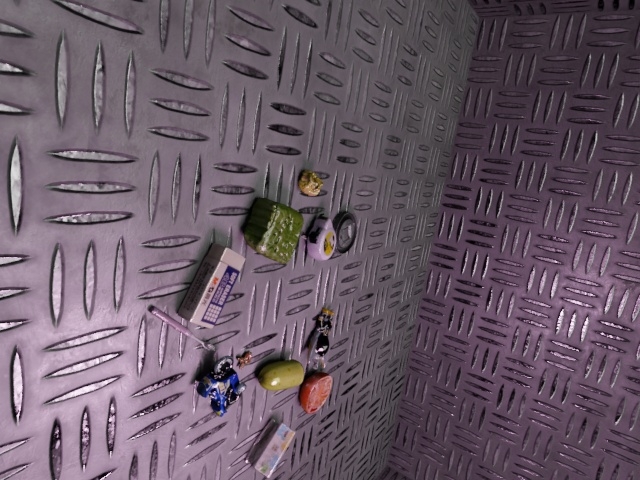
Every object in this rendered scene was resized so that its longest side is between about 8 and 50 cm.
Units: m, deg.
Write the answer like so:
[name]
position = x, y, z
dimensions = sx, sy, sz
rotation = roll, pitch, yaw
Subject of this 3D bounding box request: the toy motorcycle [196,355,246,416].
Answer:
[toy motorcycle]
position = -0.390, 0.578, 1.604
dimensions = 0.169, 0.113, 0.315
rotation = -34, 139, -32

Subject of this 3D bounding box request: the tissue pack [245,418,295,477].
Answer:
[tissue pack]
position = -0.249, 1.001, 1.996
dimensions = 0.229, 0.145, 0.159
rotation = -53, 175, -29

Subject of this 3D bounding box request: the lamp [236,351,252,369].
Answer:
[lamp]
position = -0.320, 0.503, 1.748
dimensions = 0.083, 0.031, 0.063
rotation = -31, 130, -52

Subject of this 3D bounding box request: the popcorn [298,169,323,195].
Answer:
[popcorn]
position = -0.046, -0.247, 1.791
dimensions = 0.097, 0.089, 0.109
rotation = -33, 134, -32

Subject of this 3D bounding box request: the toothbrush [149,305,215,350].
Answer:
[toothbrush]
position = -0.470, 0.316, 1.434
dimensions = 0.354, 0.029, 0.024
rotation = 58, 42, -49

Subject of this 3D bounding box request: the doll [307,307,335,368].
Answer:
[doll]
position = 0.004, 0.520, 2.181
dimensions = 0.145, 0.103, 0.316
rotation = 60, 44, -68

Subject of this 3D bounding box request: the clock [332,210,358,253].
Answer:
[clock]
position = 0.123, -0.043, 2.169
dimensions = 0.226, 0.049, 0.226
rotation = -27, 124, -48

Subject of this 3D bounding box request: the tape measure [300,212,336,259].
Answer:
[tape measure]
position = -0.002, 0.001, 1.953
dimensions = 0.178, 0.105, 0.196
rotation = -58, 146, -37

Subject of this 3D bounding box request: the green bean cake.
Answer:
[green bean cake]
position = -0.184, -0.039, 1.628
dimensions = 0.248, 0.125, 0.222
rotation = 29, 79, -57

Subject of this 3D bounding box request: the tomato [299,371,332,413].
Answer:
[tomato]
position = -0.037, 0.824, 2.260
dimensions = 0.237, 0.095, 0.236
rotation = -33, 133, -44

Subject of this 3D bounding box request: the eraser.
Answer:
[eraser]
position = -0.381, 0.160, 1.454
dimensions = 0.124, 0.081, 0.279
rotation = 41, 69, -55

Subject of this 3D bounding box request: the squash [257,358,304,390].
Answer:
[squash]
position = -0.191, 0.629, 1.903
dimensions = 0.247, 0.132, 0.132
rotation = 14, 91, -58
